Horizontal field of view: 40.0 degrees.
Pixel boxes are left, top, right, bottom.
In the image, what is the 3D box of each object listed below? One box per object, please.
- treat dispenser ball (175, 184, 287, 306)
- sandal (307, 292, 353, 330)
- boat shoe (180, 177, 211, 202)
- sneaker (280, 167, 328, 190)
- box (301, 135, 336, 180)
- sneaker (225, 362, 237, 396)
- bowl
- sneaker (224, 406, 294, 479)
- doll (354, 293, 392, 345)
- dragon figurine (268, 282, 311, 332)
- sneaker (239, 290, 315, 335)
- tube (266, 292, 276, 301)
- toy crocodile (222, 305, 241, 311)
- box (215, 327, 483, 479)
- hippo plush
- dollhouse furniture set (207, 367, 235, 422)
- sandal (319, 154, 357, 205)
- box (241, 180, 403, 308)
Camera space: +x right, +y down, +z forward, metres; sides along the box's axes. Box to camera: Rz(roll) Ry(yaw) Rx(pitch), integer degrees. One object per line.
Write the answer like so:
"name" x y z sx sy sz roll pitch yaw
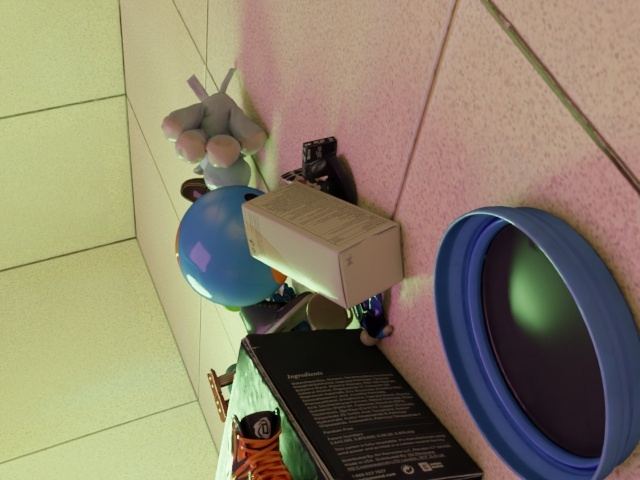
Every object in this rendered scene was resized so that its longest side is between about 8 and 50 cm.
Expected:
"treat dispenser ball" -0.199 0.013 2.079 0.288 0.288 0.288 165 90 -71
"sandal" 0.032 0.163 1.880 0.079 0.088 0.240 -73 -24 -43
"boat shoe" -0.265 -0.112 2.291 0.073 0.207 0.073 -90 10 -64
"sneaker" -0.032 -0.103 1.873 0.170 0.068 0.071 45 151 54
"box" -0.003 -0.162 1.742 0.018 0.067 0.083 -124 27 -42
"sneaker" -0.198 0.491 2.744 0.319 0.112 0.131 58 138 33
"bowl" 0.281 0.139 1.171 0.391 0.077 0.390 165 90 -71
"sneaker" -0.097 0.381 1.462 0.321 0.125 0.180 10 100 63
"doll" 0.095 0.134 1.723 0.129 0.046 0.188 43 150 41
"dragon figurine" -0.068 0.251 2.199 0.144 0.085 0.289 109 142 -59
"sneaker" -0.112 0.163 2.116 0.222 0.083 0.118 -41 66 25
"tube" -0.169 0.077 2.394 0.062 0.070 0.240 21 -130 -61
"toy crocodile" -0.258 0.041 2.536 0.115 0.105 0.340 -149 47 -63
"box" 0.015 0.496 1.698 0.472 0.298 0.479 47 132 51
"hippo plush" -0.278 -0.232 2.196 0.236 0.235 0.294 101 148 -50
"dollhouse furniture set" -0.177 0.386 2.427 0.374 0.201 0.152 132 121 -68
"sandal" 0.029 -0.046 1.756 0.097 0.055 0.254 -132 32 -52
"box" 0.000 0.000 1.644 0.311 0.148 0.121 28 134 49
